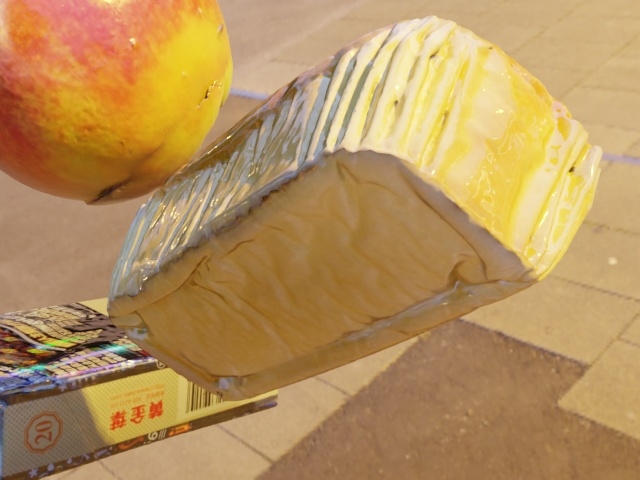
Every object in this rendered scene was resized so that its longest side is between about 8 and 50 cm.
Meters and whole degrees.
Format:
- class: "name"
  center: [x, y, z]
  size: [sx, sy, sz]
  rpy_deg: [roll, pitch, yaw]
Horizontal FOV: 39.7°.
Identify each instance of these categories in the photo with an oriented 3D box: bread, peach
- class: "bread"
  center: [0.000, 0.000, 0.498]
  size: [0.288, 0.152, 0.119]
  rpy_deg: [-30, 29, 44]
- class: "peach"
  center: [-0.287, -0.229, 1.040]
  size: [0.370, 0.370, 0.370]
  rpy_deg: [-13, 29, 8]

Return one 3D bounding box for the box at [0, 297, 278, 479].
- class: "box"
  center: [-0.209, 0.120, 0.826]
  size: [0.198, 0.084, 0.310]
  rpy_deg: [13, 13, 40]
